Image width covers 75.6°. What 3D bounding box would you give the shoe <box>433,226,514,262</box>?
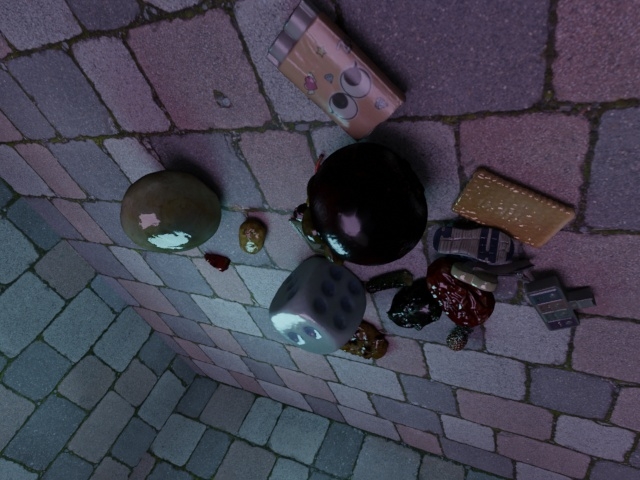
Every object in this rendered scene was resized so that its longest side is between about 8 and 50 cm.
[{"bbox_3d":[0.414,0.010,1.114,0.207,0.091,0.106,10,180,37],"label":"shoe"}]

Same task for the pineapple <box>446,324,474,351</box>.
[{"bbox_3d":[0.500,0.328,1.460,0.074,0.074,0.159,21,135,11],"label":"pineapple"}]

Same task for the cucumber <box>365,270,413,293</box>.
[{"bbox_3d":[0.233,0.146,1.431,0.058,0.058,0.187,45,143,-20],"label":"cucumber"}]

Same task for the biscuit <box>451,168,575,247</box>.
[{"bbox_3d":[0.467,-0.077,1.019,0.250,0.030,0.160,25,145,6],"label":"biscuit"}]

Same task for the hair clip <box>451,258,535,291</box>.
[{"bbox_3d":[0.460,0.082,1.128,0.219,0.159,0.071,1,108,-6],"label":"hair clip"}]

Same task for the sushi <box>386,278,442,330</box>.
[{"bbox_3d":[0.323,0.224,1.401,0.124,0.127,0.225,37,146,-10],"label":"sushi"}]

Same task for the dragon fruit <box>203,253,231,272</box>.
[{"bbox_3d":[-0.476,0.102,1.852,0.131,0.063,0.097,27,144,3],"label":"dragon fruit"}]

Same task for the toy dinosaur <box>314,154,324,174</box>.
[{"bbox_3d":[0.023,-0.094,1.209,0.070,0.139,0.286,2,135,32],"label":"toy dinosaur"}]

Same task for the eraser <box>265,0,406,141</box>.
[{"bbox_3d":[0.035,-0.368,0.915,0.290,0.087,0.171,40,142,-15],"label":"eraser"}]

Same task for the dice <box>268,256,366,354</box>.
[{"bbox_3d":[-0.011,0.242,1.529,0.265,0.268,0.262,41,143,-14],"label":"dice"}]

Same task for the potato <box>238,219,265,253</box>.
[{"bbox_3d":[-0.260,-0.012,1.556,0.107,0.080,0.170,39,146,7],"label":"potato"}]

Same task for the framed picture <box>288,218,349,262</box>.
[{"bbox_3d":[0.000,0.000,1.387,0.231,0.010,0.173,12,145,53],"label":"framed picture"}]

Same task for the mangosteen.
[{"bbox_3d":[0.105,-0.078,1.025,0.330,0.330,0.330,19,143,15],"label":"mangosteen"}]

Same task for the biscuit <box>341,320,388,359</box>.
[{"bbox_3d":[0.134,0.435,1.827,0.334,0.081,0.289,28,145,0],"label":"biscuit"}]

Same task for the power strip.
[{"bbox_3d":[0.675,0.168,1.147,0.145,0.061,0.216,-20,130,33],"label":"power strip"}]

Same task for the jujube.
[{"bbox_3d":[0.412,0.152,1.235,0.230,0.155,0.155,42,142,-14],"label":"jujube"}]

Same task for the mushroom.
[{"bbox_3d":[-0.531,-0.101,1.469,0.352,0.260,0.352,-18,150,-11],"label":"mushroom"}]
